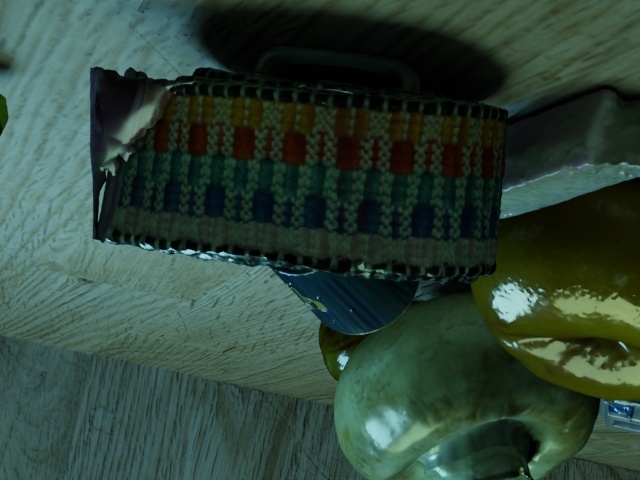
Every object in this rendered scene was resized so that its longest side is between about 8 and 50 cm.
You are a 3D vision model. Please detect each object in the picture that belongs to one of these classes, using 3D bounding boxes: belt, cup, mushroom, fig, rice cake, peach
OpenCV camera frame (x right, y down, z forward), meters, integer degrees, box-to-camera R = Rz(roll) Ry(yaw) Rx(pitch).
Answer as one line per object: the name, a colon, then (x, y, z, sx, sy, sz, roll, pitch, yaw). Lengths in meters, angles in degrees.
belt: (-0.008, -0.062, 1.026, 0.295, 0.161, 0.207, 7, -176, 16)
cup: (0.000, 0.000, 1.390, 0.176, 0.131, 0.155, 32, 175, 31)
mushroom: (0.185, 0.212, 1.734, 0.352, 0.260, 0.352, -11, 148, -7)
fig: (0.115, 0.131, 1.895, 0.236, 0.124, 0.124, -8, 167, -3)
rice cake: (0.140, -0.054, 1.117, 0.056, 0.073, 0.365, 19, 165, -24)
peach: (0.253, 0.047, 1.222, 0.251, 0.153, 0.251, 26, 160, 11)

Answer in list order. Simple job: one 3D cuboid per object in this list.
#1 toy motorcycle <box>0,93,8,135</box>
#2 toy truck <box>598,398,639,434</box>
toy motorcycle: (-0.365, -0.119, 1.059, 0.199, 0.191, 0.326, 18, 148, 1)
toy truck: (0.372, 0.146, 1.552, 0.124, 0.155, 0.268, 12, 167, 14)
